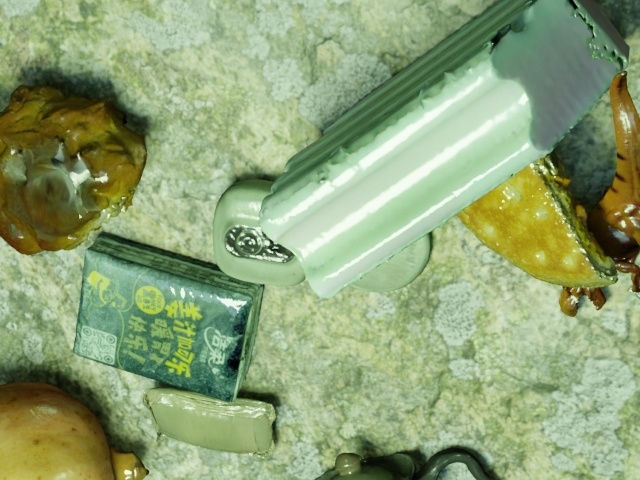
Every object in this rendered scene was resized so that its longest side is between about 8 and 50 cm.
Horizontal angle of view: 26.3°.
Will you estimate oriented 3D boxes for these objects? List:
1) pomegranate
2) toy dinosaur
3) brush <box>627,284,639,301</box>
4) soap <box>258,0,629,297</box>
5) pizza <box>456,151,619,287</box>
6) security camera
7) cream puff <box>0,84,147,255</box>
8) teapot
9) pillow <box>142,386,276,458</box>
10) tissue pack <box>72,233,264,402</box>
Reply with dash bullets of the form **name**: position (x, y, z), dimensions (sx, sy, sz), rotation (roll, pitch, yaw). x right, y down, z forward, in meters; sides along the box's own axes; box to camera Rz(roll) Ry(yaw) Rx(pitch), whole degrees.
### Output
- **pomegranate**: position (-0.421, 0.372, 2.045), dimensions (0.338, 0.338, 0.338), rotation (6, 116, 12)
- **toy dinosaur**: position (0.418, -0.048, 1.710), dimensions (0.208, 0.097, 0.432), rotation (8, 135, 0)
- **brush**: position (0.546, 0.118, 1.822), dimensions (0.272, 0.013, 0.103), rotation (38, 118, -5)
- **soap**: position (0.152, -0.138, 1.666), dimensions (0.446, 0.261, 0.156), rotation (-35, 101, 25)
- **pizza**: position (0.267, -0.045, 1.735), dimensions (0.292, 0.058, 0.197), rotation (31, 139, 35)
- **security camera**: position (0.000, 0.000, 1.879), dimensions (0.301, 0.080, 0.157), rotation (7, 115, 8)
- **cream puff**: position (-0.357, -0.098, 1.881), dimensions (0.269, 0.155, 0.241), rotation (-5, 112, 19)
- **teapot**: position (0.115, 0.426, 1.973), dimensions (0.305, 0.223, 0.285), rotation (-16, 102, 24)
- **pillow**: position (-0.161, 0.272, 2.054), dimensions (0.208, 0.053, 0.119), rotation (7, 130, 11)
- **tissue pack**: position (-0.224, 0.115, 1.986), dimensions (0.257, 0.081, 0.185), rotation (16, 118, 7)
